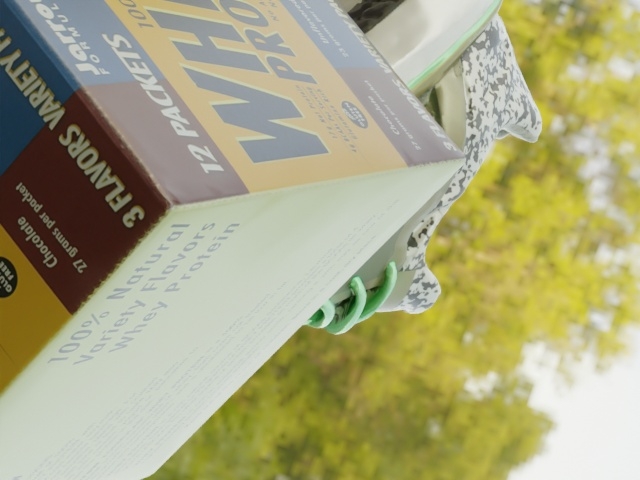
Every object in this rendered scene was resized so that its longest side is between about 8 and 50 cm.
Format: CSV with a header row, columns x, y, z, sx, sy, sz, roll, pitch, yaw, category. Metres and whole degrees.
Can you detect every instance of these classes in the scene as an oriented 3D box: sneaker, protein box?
x,y,z,sx,sy,sz,roll,pitch,yaw,category
0.000,0.000,1.063,0.410,0.182,0.158,-48,-152,-20,sneaker
-0.095,-0.007,0.666,0.200,0.136,0.201,-46,165,25,protein box
